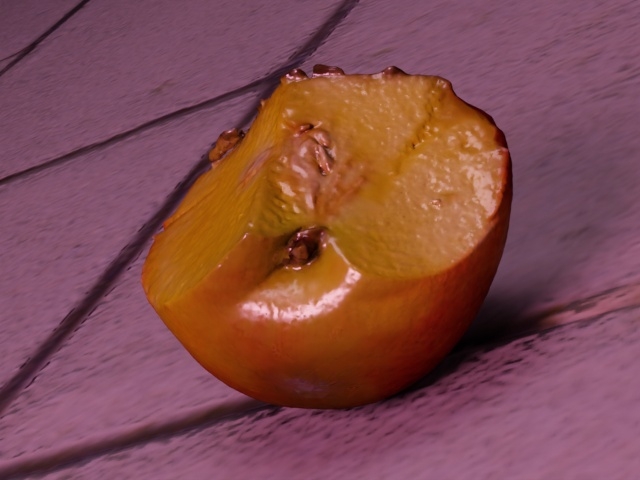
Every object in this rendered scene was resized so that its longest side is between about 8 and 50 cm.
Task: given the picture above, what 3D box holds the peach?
[{"bbox_3d":[-0.001,0.008,0.728,0.151,0.118,0.151,-6,40,5],"label":"peach"}]
